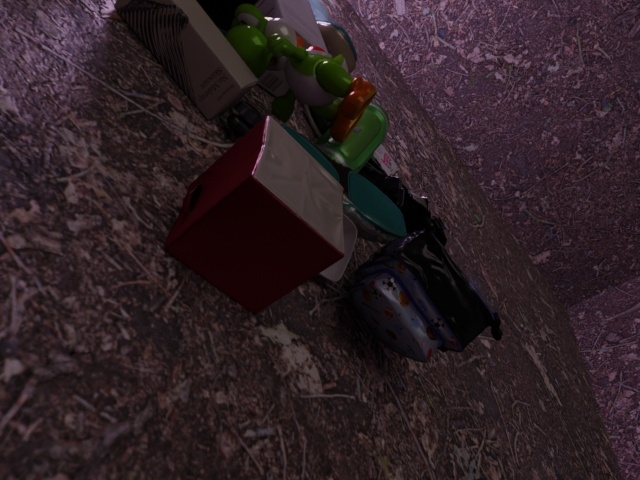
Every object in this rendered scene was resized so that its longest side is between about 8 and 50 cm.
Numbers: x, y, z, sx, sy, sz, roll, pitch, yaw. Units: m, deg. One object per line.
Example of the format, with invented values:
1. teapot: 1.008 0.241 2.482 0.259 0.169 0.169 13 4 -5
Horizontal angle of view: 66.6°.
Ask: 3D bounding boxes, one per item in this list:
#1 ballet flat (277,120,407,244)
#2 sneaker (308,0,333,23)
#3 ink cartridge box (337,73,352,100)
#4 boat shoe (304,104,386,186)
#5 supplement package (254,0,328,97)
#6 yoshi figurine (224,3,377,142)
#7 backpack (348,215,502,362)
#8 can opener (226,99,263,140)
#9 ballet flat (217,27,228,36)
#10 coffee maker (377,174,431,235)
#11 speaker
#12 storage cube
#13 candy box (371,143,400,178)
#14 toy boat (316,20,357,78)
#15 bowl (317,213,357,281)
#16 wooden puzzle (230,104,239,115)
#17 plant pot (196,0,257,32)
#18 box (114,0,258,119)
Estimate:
1. ballet flat: 0.014 -0.106 1.069 0.409 0.147 0.147 34 34 -28
2. sneaker: -0.025 -0.766 1.739 0.366 0.135 0.150 54 24 -3
3. ink cartridge box: 0.024 -0.446 1.428 0.104 0.180 0.060 40 75 -29
4. boat shoe: 0.077 -0.292 1.407 0.127 0.113 0.340 -10 69 -61
5. supplement package: -0.118 -0.556 1.307 0.177 0.175 0.293 25 40 -43
6. yoshi figurine: -0.072 -0.361 1.065 0.362 0.203 0.203 38 20 1
7. backpack: 0.189 0.117 1.009 0.276 0.213 0.263 59 -12 -3
8. can opener: -0.131 -0.214 1.045 0.186 0.073 0.059 44 20 -42
9. ballet flat: -0.249 -0.447 1.091 0.203 0.074 0.074 8 53 -57
10. coffee maker: 0.253 -0.087 1.465 0.178 0.120 0.171 24 41 -45
11. speaker: 0.068 -0.240 1.231 0.131 0.131 0.296 49 49 -13
12. storage cube: -0.090 -0.038 0.767 0.215 0.193 0.184 40 31 -27
13. candy box: 0.160 -0.277 1.575 0.196 0.070 0.165 55 27 -2
14. toy boat: 0.031 -0.550 1.520 0.267 0.148 0.318 23 -22 41
15. bowl: 0.000 0.000 0.984 0.142 0.053 0.142 37 64 -31
16. wooden puzzle: -0.177 -0.273 1.086 0.049 0.006 0.083 14 49 -53
17. plant pot: -0.269 -0.598 1.121 0.188 0.187 0.167 28 25 -43
18. box: -0.260 -0.387 0.963 0.275 0.113 0.094 50 28 -10
